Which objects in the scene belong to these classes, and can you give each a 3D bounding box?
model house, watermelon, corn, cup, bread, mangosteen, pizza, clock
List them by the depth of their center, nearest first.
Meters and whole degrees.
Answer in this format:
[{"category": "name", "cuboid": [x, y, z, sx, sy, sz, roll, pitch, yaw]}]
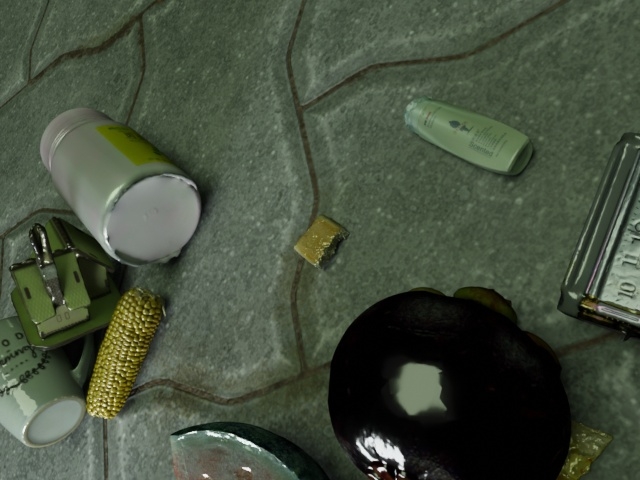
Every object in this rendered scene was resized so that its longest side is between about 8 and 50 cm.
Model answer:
[{"category": "clock", "cuboid": [0.406, 0.007, 0.698, 0.186, 0.083, 0.253, 20, 85, 39]}, {"category": "mangosteen", "cuboid": [0.158, 0.164, 0.711, 0.274, 0.275, 0.302, 6, 38, 37]}, {"category": "pizza", "cuboid": [0.293, 0.242, 0.729, 0.108, 0.026, 0.123, -24, 60, 24]}, {"category": "watermelon", "cuboid": [-0.082, 0.385, 0.873, 0.318, 0.148, 0.226, 37, 100, 19]}, {"category": "bread", "cuboid": [0.000, 0.000, 1.021, 0.070, 0.035, 0.083, 32, 86, 38]}, {"category": "corn", "cuboid": [-0.383, 0.216, 1.179, 0.091, 0.091, 0.260, 14, 83, 47]}, {"category": "model house", "cuboid": [-0.529, 0.034, 1.202, 0.204, 0.279, 0.218, -24, 47, -26]}, {"category": "cup", "cuboid": [-0.569, 0.271, 1.257, 0.234, 0.186, 0.258, 36, 68, 30]}]

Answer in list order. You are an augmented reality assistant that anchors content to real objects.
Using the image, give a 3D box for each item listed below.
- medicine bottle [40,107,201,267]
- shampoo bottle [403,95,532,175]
[{"category": "medicine bottle", "cuboid": [-0.422, -0.122, 1.251, 0.378, 0.213, 0.214, 37, 96, 38]}, {"category": "shampoo bottle", "cuboid": [0.217, -0.162, 0.916, 0.212, 0.049, 0.072, 34, 98, 39]}]
